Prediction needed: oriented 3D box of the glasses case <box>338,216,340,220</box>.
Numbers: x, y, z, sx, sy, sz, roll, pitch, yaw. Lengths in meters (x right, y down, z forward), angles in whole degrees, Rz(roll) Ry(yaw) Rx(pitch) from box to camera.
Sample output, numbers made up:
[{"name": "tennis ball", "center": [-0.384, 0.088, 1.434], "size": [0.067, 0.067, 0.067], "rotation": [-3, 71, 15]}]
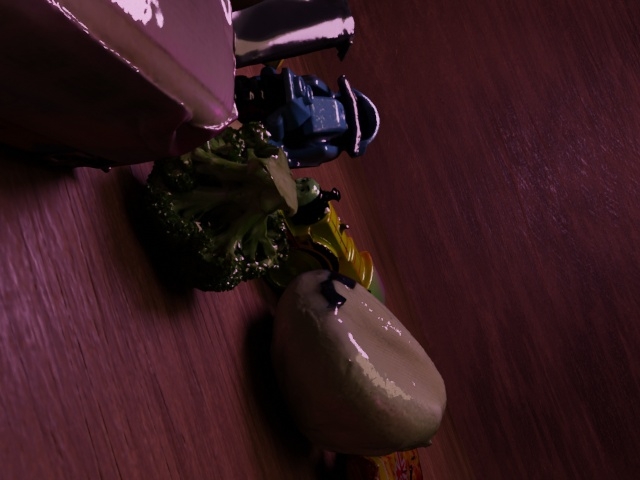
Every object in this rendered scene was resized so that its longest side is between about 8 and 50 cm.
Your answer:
[{"name": "glasses case", "center": [0.000, 0.000, 1.253], "size": [0.193, 0.102, 0.070], "rotation": [-74, 148, -72]}]

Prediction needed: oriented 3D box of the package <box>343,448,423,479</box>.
[{"name": "package", "center": [0.093, 0.369, 1.033], "size": [0.288, 0.108, 0.223], "rotation": [-41, 115, -70]}]

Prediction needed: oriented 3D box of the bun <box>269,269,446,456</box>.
[{"name": "bun", "center": [0.028, 0.178, 0.910], "size": [0.283, 0.179, 0.283], "rotation": [43, 15, -14]}]

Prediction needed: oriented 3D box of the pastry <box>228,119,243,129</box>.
[{"name": "pastry", "center": [-0.122, -0.081, 0.855], "size": [0.156, 0.092, 0.156], "rotation": [-18, 90, -73]}]

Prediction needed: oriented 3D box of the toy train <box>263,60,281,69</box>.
[{"name": "toy train", "center": [-0.134, -0.337, 1.071], "size": [0.202, 0.081, 0.060], "rotation": [29, 22, -7]}]

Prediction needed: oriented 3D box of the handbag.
[{"name": "handbag", "center": [-0.122, -0.335, 0.912], "size": [0.302, 0.178, 0.275], "rotation": [-31, 103, -44]}]

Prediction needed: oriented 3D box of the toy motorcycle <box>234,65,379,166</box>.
[{"name": "toy motorcycle", "center": [-0.034, -0.209, 1.126], "size": [0.416, 0.232, 0.172], "rotation": [16, 65, -76]}]

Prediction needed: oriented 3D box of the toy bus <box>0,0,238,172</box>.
[{"name": "toy bus", "center": [-0.174, -0.147, 0.435], "size": [0.386, 0.162, 0.171], "rotation": [20, 69, -76]}]

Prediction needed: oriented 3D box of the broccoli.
[{"name": "broccoli", "center": [-0.096, -0.040, 0.718], "size": [0.195, 0.156, 0.195], "rotation": [46, 32, -41]}]

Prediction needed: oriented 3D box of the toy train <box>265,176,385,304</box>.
[{"name": "toy train", "center": [-0.012, 0.018, 1.024], "size": [0.100, 0.160, 0.296], "rotation": [-89, 157, -45]}]

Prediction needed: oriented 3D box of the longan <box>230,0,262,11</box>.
[{"name": "longan", "center": [-0.112, -0.364, 0.613], "size": [0.319, 0.319, 0.319], "rotation": [-21, 90, -79]}]
